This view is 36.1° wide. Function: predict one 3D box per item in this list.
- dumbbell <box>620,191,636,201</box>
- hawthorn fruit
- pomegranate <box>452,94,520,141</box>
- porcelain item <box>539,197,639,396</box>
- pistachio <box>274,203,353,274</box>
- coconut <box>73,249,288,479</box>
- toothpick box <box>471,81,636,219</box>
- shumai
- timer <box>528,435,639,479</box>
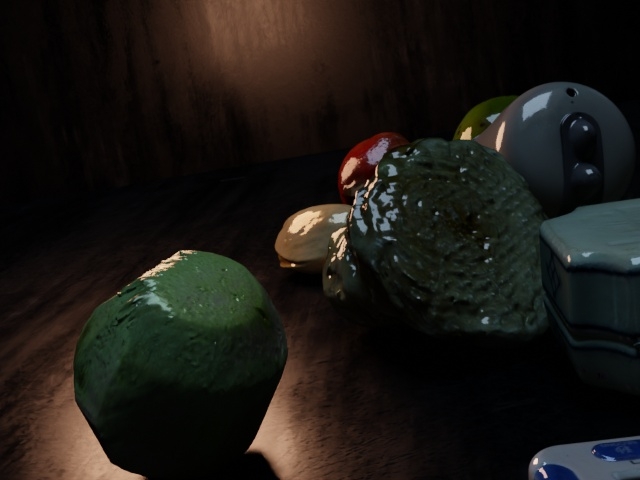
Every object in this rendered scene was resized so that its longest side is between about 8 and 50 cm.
[{"bbox_3d":[0.513,-0.028,1.396,0.191,0.100,0.100,-7,12,19],"label":"dumbbell"},{"bbox_3d":[0.119,-0.112,1.966,0.185,0.185,0.202,2,39,46],"label":"hawthorn fruit"},{"bbox_3d":[0.374,-0.136,1.768,0.302,0.236,0.236,8,6,-18],"label":"pomegranate"},{"bbox_3d":[0.381,0.049,1.015,0.281,0.157,0.286,-8,11,3],"label":"porcelain item"},{"bbox_3d":[0.000,0.000,1.650,0.200,0.117,0.145,-1,20,40],"label":"pistachio"},{"bbox_3d":[-0.143,0.129,0.982,0.205,0.236,0.236,10,2,-27],"label":"coconut"},{"bbox_3d":[0.323,-0.093,1.421,0.229,0.229,0.316,-13,-10,-13],"label":"toothpick box"},{"bbox_3d":[0.133,0.050,1.263,0.309,0.304,0.263,-7,-27,-34],"label":"shumai"},{"bbox_3d":[0.276,0.186,0.633,0.253,0.078,0.178,-5,13,-3],"label":"timer"}]
